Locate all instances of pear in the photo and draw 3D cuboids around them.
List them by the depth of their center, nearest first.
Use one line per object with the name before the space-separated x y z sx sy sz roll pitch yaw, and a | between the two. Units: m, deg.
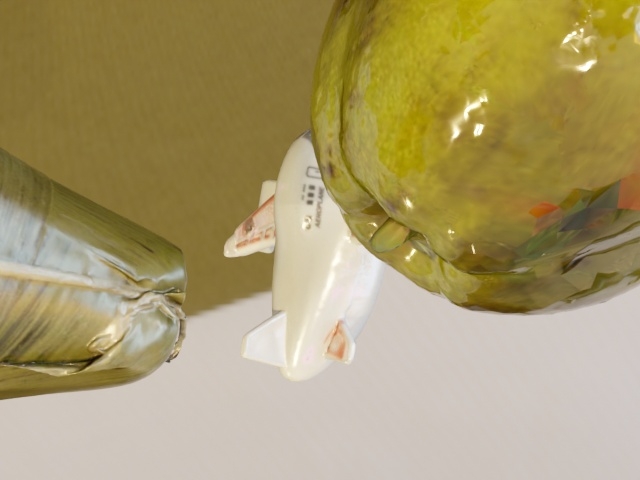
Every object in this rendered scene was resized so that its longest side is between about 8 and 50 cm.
pear | 0.134 -0.103 0.860 0.321 0.269 0.269 -45 138 -23

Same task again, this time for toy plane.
toy plane | 0.003 0.001 1.458 0.118 0.252 0.252 21 129 -36

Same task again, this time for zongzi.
zongzi | -0.162 0.057 0.667 0.205 0.204 0.094 31 158 -19
